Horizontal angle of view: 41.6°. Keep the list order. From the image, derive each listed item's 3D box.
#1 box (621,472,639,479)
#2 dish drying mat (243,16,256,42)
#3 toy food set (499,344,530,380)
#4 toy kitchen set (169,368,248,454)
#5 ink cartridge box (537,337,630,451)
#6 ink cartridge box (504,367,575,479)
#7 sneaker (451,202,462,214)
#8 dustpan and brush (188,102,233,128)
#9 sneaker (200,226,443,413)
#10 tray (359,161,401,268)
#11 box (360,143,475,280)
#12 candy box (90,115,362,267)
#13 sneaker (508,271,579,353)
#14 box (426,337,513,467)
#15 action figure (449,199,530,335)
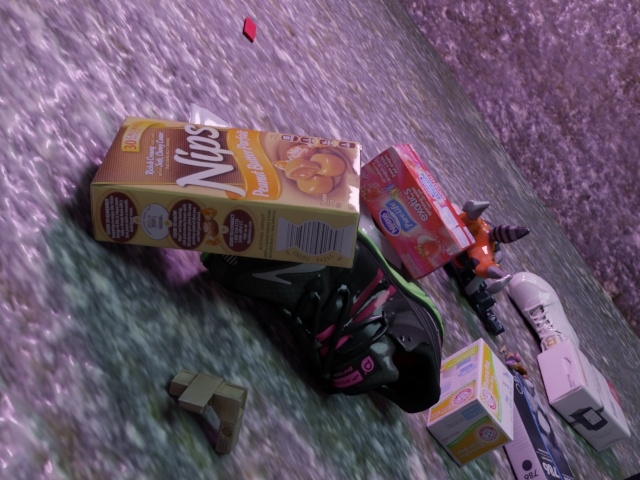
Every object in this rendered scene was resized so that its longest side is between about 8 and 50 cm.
[{"bbox_3d":[0.767,0.667,1.948,0.207,0.108,0.153,55,23,2],"label":"box"},{"bbox_3d":[-0.153,-0.457,1.823,0.032,0.008,0.083,43,25,-27],"label":"dish drying mat"},{"bbox_3d":[0.465,0.299,1.974,0.122,0.019,0.078,58,24,6],"label":"toy food set"},{"bbox_3d":[-0.136,0.201,0.958,0.083,0.075,0.068,15,19,9],"label":"toy kitchen set"},{"bbox_3d":[0.662,0.389,2.125,0.237,0.100,0.172,44,26,-26],"label":"ink cartridge box"},{"bbox_3d":[0.429,0.419,1.698,0.165,0.065,0.333,30,35,-46],"label":"ink cartridge box"},{"bbox_3d":[0.365,-0.034,2.190,0.134,0.051,0.070,53,25,3],"label":"sneaker"},{"bbox_3d":[-0.132,-0.113,1.344,0.211,0.060,0.147,25,41,-26],"label":"dustpan and brush"},{"bbox_3d":[0.037,0.110,1.220,0.482,0.185,0.202,32,34,-35],"label":"sneaker"},{"bbox_3d":[0.116,-0.073,1.795,0.145,0.030,0.270,36,30,-34],"label":"tray"},{"bbox_3d":[0.189,-0.061,1.724,0.257,0.122,0.128,58,23,7],"label":"box"},{"bbox_3d":[-0.109,-0.065,1.063,0.316,0.088,0.183,7,34,-2],"label":"candy box"},{"bbox_3d":[0.603,0.225,2.226,0.292,0.108,0.169,51,21,-12],"label":"sneaker"},{"bbox_3d":[0.271,0.287,1.508,0.103,0.114,0.203,50,25,-11],"label":"box"},{"bbox_3d":[0.390,0.044,1.945,0.341,0.178,0.330,60,3,0],"label":"action figure"}]
